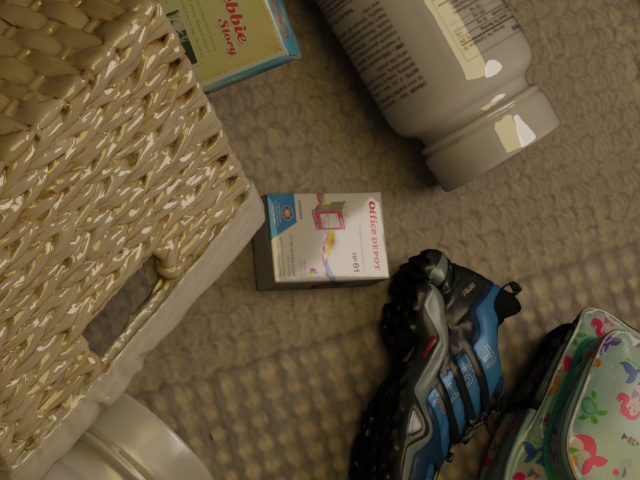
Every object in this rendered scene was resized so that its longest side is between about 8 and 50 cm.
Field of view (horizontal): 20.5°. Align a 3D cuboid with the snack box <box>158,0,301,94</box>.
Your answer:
[{"bbox_3d":[-0.161,-0.287,1.638,0.187,0.060,0.322,-20,90,14],"label":"snack box"}]

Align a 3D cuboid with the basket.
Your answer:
[{"bbox_3d":[-0.282,-0.041,1.408,0.328,0.331,0.266,-50,144,-23],"label":"basket"}]

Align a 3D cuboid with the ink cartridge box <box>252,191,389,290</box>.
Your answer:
[{"bbox_3d":[0.000,0.000,1.710,0.122,0.052,0.089,-2,80,-24],"label":"ink cartridge box"}]

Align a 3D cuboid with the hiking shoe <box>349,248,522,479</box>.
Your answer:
[{"bbox_3d":[0.118,0.161,1.691,0.132,0.113,0.304,19,73,-17],"label":"hiking shoe"}]

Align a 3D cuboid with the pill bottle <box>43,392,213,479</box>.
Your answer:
[{"bbox_3d":[-0.275,0.310,1.439,0.229,0.229,0.408,45,67,-8],"label":"pill bottle"}]

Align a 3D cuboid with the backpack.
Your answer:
[{"bbox_3d":[0.282,0.217,1.713,0.225,0.191,0.253,33,77,-5],"label":"backpack"}]

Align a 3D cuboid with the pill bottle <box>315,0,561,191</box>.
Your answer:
[{"bbox_3d":[0.108,-0.201,1.735,0.160,0.160,0.283,-31,92,-24],"label":"pill bottle"}]
